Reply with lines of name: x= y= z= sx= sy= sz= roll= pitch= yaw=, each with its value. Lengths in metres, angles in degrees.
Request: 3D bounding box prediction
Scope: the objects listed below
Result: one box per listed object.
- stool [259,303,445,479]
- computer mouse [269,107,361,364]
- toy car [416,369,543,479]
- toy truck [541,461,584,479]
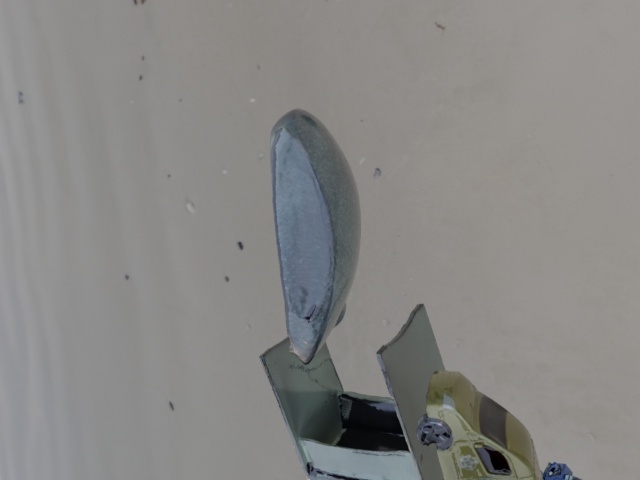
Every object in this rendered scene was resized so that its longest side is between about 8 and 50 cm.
stool: x=0.075 y=0.268 z=0.818 sx=0.244 sy=0.170 sz=0.269 roll=-12 pitch=103 yaw=37
computer mouse: x=0.003 y=0.000 z=0.696 sx=0.114 sy=0.203 sz=0.373 roll=-3 pitch=108 yaw=5
toy car: x=0.205 y=0.281 z=0.579 sx=0.125 sy=0.101 sz=0.256 roll=-13 pitch=98 yaw=23
toy truck: x=0.476 y=0.545 z=1.041 sx=0.208 sy=0.126 sz=0.113 roll=-19 pitch=122 yaw=44
